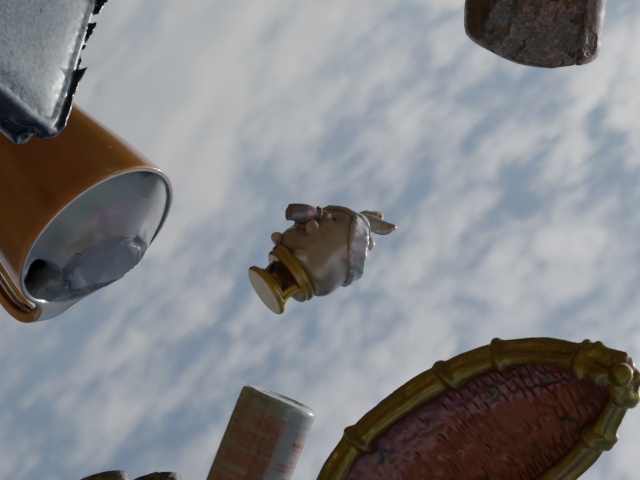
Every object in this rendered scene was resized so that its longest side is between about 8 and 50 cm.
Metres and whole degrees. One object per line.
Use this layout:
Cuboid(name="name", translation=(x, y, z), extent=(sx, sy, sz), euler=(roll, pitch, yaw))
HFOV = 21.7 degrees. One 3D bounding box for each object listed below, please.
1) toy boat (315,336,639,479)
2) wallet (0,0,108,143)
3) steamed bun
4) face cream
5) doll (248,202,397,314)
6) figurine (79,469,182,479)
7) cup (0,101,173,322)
Cuboid(name="toy boat", translation=(0.105, 0.163, 1.256), extent=(0.318, 0.141, 0.099), euler=(-35, 177, 21))
Cuboid(name="wallet", translation=(-0.195, -0.183, 0.997), extent=(0.036, 0.167, 0.222), euler=(-17, -132, 36))
Cuboid(name="steamed bun", translation=(0.259, -0.282, 2.027), extent=(0.175, 0.144, 0.106), euler=(13, -159, 13))
Cuboid(name="face cream", translation=(-0.095, 0.311, 2.079), extent=(0.101, 0.101, 0.251), euler=(18, -94, 67))
Cuboid(name="doll", translation=(0.000, 0.000, 1.368), extent=(0.127, 0.084, 0.073), euler=(-34, -157, -18))
Cuboid(name="figurine", translation=(-0.137, 0.375, 1.280), extent=(0.306, 0.241, 0.412), euler=(-46, -118, 7))
Cuboid(name="cup", translation=(-0.293, -0.054, 1.680), extent=(0.182, 0.264, 0.226), euler=(-6, 136, -54))
